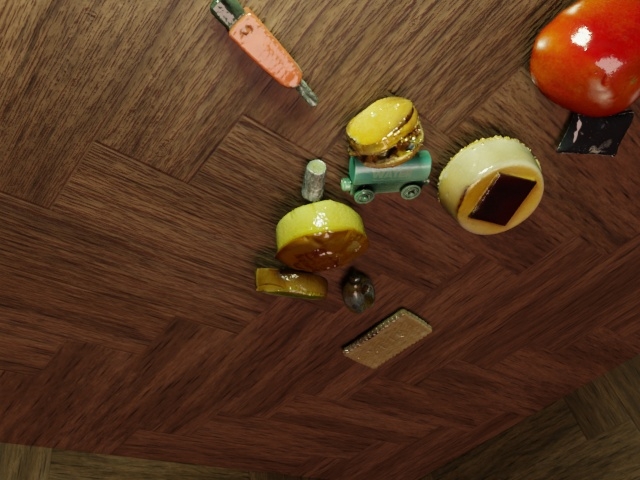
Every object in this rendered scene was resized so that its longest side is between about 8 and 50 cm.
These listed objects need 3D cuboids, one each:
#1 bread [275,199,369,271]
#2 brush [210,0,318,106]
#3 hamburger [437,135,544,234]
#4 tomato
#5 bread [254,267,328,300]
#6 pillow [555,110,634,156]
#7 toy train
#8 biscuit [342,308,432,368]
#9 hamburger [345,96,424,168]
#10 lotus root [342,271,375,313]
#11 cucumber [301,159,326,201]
[{"bbox_3d":[0.000,0.000,1.476,0.270,0.148,0.270,-9,155,-4],"label":"bread"},{"bbox_3d":[-0.110,-0.402,1.138,0.070,0.051,0.323,-38,130,14],"label":"brush"},{"bbox_3d":[0.474,-0.155,1.475,0.302,0.170,0.302,-6,132,-7],"label":"hamburger"},{"bbox_3d":[0.650,-0.423,1.207,0.298,0.226,0.298,-6,133,-7],"label":"tomato"},{"bbox_3d":[-0.089,0.137,1.602,0.236,0.070,0.236,6,170,1],"label":"bread"},{"bbox_3d":[0.787,-0.303,1.498,0.208,0.055,0.141,-3,127,-15],"label":"pillow"},{"bbox_3d":[0.181,-0.181,1.401,0.248,0.101,0.159,-5,144,-10],"label":"toy train"},{"bbox_3d":[0.262,0.391,2.066,0.325,0.044,0.217,-40,131,23],"label":"biscuit"},{"bbox_3d":[0.151,-0.253,1.270,0.191,0.182,0.118,-22,129,11],"label":"hamburger"},{"bbox_3d":[0.127,0.174,1.772,0.113,0.088,0.192,-29,137,-10],"label":"lotus root"},{"bbox_3d":[-0.015,-0.160,1.402,0.064,0.064,0.112,0,133,-16],"label":"cucumber"}]
